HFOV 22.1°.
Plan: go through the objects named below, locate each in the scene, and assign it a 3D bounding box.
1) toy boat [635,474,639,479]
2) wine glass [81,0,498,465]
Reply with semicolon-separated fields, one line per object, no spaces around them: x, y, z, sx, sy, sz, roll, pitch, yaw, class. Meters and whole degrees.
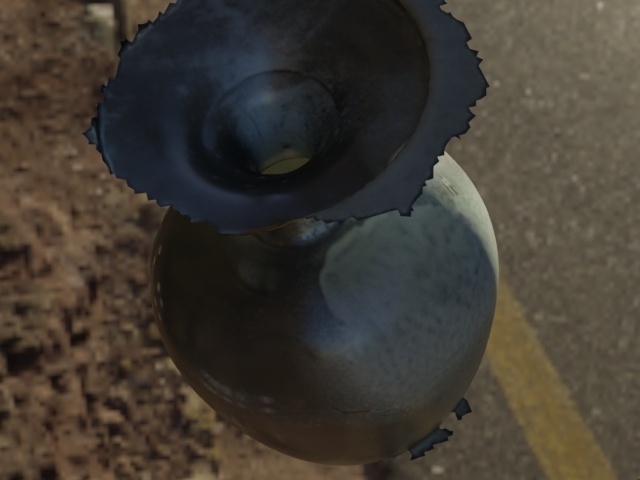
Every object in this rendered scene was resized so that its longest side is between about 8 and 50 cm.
0.190;0.130;0.736;0.089;0.088;0.229;-4;21;1;toy boat
0.000;0.000;1.014;0.238;0.323;0.238;-6;59;9;wine glass
